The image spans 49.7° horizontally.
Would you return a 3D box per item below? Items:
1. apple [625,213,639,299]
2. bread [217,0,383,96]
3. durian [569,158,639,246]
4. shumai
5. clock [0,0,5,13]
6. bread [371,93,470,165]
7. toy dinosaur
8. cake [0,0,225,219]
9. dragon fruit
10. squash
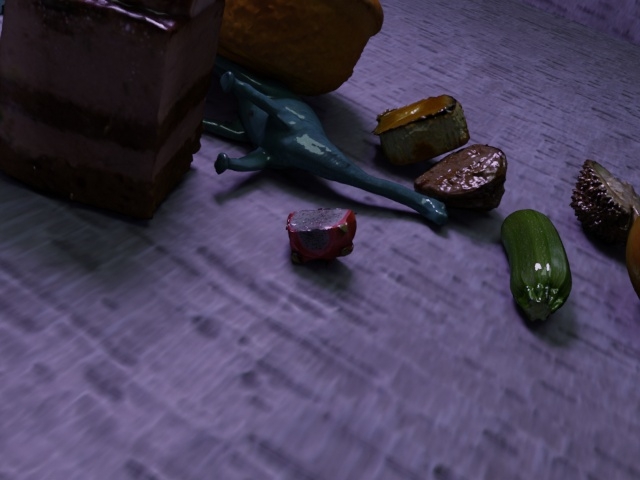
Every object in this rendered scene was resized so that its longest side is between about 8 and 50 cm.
[{"bbox_3d":[0.505,0.018,0.834,0.246,0.246,0.226,3,26,-24],"label":"apple"},{"bbox_3d":[-0.089,-0.352,1.070,0.336,0.204,0.358,26,6,-16],"label":"bread"},{"bbox_3d":[0.439,-0.048,1.051,0.148,0.091,0.188,38,31,8],"label":"durian"},{"bbox_3d":[0.210,-0.078,0.986,0.123,0.139,0.105,-39,92,-23],"label":"shumai"},{"bbox_3d":[-0.462,-0.484,1.240,0.231,0.116,0.262,5,35,-21],"label":"clock"},{"bbox_3d":[0.153,-0.173,1.064,0.140,0.069,0.128,-18,24,12],"label":"bread"},{"bbox_3d":[-0.019,-0.154,0.994,0.330,0.129,0.384,12,29,-31],"label":"toy dinosaur"},{"bbox_3d":[-0.225,-0.198,0.744,0.198,0.293,0.196,20,36,3],"label":"cake"},{"bbox_3d":[0.000,0.000,0.779,0.083,0.060,0.056,-2,34,18],"label":"dragon fruit"},{"bbox_3d":[0.269,0.022,0.867,0.068,0.077,0.219,54,26,-21],"label":"squash"}]
